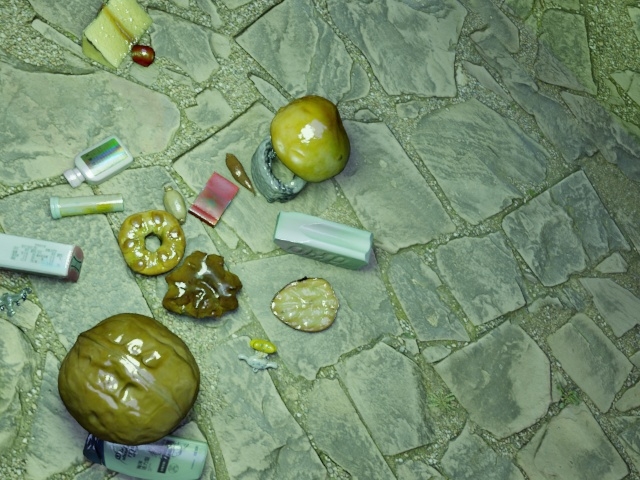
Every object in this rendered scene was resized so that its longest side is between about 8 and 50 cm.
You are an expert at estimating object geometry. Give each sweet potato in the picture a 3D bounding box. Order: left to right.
[{"bbox_3d":[-0.297,-0.242,1.835,0.056,0.056,0.195,-34,93,-21],"label":"sweet potato"}]

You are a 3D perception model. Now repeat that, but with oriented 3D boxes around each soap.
[{"bbox_3d":[0.000,0.000,1.784,0.346,0.208,0.115,16,73,-13],"label":"soap"}]

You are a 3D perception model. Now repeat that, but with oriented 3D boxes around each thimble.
[{"bbox_3d":[-0.145,-0.270,1.831,0.216,0.157,0.246,6,76,-15],"label":"thimble"}]

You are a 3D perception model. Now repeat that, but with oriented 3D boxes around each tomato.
[{"bbox_3d":[-0.649,-0.676,1.813,0.087,0.087,0.075,7,104,-15],"label":"tomato"}]

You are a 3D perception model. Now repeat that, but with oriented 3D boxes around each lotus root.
[{"bbox_3d":[-0.510,-0.128,1.733,0.062,0.073,0.151,-13,78,-63],"label":"lotus root"}]

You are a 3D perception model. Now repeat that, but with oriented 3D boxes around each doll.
[{"bbox_3d":[-0.217,0.396,1.711,0.135,0.071,0.113,-5,97,-12],"label":"doll"}]

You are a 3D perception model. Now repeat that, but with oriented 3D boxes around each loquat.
[{"bbox_3d":[-0.036,-0.340,1.674,0.276,0.276,0.284,-39,116,-21],"label":"loquat"}]

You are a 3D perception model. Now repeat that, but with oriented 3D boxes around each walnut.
[{"bbox_3d":[-0.558,0.404,1.463,0.397,0.308,0.354,36,48,-4],"label":"walnut"}]

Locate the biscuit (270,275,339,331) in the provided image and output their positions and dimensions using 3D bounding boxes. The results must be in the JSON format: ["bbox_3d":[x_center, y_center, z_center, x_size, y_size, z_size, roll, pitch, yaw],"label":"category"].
[{"bbox_3d":[-0.056,0.232,1.806,0.259,0.041,0.203,-1,81,-17],"label":"biscuit"}]

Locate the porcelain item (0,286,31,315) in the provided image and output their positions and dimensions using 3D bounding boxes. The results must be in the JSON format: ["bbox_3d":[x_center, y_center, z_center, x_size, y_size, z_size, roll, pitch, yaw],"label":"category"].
[{"bbox_3d":[-0.969,0.198,1.543,0.136,0.021,0.075,-16,82,-20],"label":"porcelain item"}]

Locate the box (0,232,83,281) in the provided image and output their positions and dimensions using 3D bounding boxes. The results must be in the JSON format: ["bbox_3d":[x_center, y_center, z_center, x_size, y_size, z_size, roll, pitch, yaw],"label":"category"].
[{"bbox_3d":[-0.936,0.039,1.503,0.369,0.190,0.113,12,74,-15],"label":"box"}]

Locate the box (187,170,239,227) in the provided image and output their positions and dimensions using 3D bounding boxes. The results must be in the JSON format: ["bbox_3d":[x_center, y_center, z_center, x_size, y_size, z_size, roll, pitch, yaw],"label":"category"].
[{"bbox_3d":[-0.383,-0.146,1.787,0.112,0.048,0.175,34,70,-9],"label":"box"}]

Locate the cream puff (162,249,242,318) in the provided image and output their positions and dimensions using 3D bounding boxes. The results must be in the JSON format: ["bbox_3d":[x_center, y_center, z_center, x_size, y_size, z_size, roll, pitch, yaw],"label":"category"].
[{"bbox_3d":[-0.401,0.159,1.662,0.268,0.154,0.241,-28,92,-27],"label":"cream puff"}]

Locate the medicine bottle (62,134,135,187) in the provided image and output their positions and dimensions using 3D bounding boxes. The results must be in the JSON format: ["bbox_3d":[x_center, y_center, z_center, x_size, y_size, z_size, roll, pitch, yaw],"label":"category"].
[{"bbox_3d":[-0.758,-0.259,1.683,0.219,0.078,0.115,-37,92,-21],"label":"medicine bottle"}]

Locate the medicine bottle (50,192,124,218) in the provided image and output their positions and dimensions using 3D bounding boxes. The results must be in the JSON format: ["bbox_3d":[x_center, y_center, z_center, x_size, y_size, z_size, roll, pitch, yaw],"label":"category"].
[{"bbox_3d":[-0.774,-0.119,1.652,0.217,0.074,0.074,-7,80,-20],"label":"medicine bottle"}]

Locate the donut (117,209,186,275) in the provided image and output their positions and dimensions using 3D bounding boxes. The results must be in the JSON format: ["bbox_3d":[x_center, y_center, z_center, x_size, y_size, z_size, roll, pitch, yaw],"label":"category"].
[{"bbox_3d":[-0.561,0.010,1.662,0.226,0.114,0.227,4,76,-16],"label":"donut"}]

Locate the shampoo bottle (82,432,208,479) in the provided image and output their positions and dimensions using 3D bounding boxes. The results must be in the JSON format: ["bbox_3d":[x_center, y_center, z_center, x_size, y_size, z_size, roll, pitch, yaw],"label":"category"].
[{"bbox_3d":[-0.541,0.664,1.535,0.359,0.078,0.134,16,77,-13],"label":"shampoo bottle"}]

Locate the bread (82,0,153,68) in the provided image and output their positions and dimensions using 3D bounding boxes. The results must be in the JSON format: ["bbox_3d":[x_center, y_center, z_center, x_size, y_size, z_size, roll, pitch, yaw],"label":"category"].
[{"bbox_3d":[-0.757,-0.775,1.794,0.141,0.178,0.266,15,67,20],"label":"bread"}]
